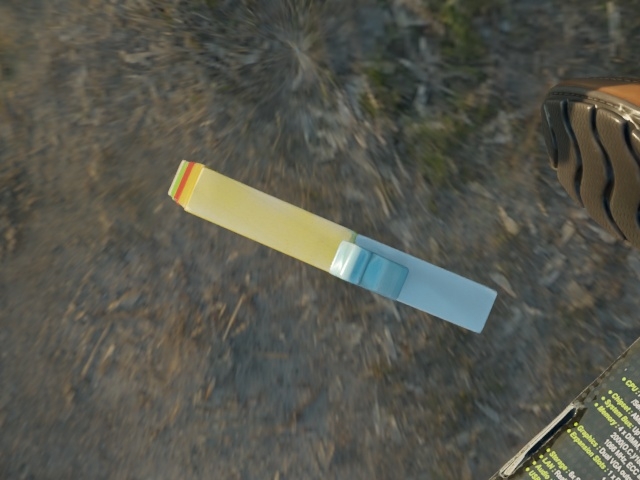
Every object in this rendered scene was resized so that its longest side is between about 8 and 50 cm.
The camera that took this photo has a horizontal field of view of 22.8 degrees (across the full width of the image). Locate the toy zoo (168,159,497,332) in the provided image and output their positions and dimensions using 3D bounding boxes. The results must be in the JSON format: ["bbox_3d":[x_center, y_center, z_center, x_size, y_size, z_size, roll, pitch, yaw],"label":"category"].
[{"bbox_3d":[0.000,0.000,1.022,0.192,0.293,0.030,23,90,-8],"label":"toy zoo"}]

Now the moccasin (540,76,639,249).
[{"bbox_3d":[0.312,-0.061,1.129,0.147,0.380,0.139,-30,113,-29],"label":"moccasin"}]

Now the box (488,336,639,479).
[{"bbox_3d":[0.148,0.102,0.454,0.184,0.045,0.190,-43,54,-1],"label":"box"}]
